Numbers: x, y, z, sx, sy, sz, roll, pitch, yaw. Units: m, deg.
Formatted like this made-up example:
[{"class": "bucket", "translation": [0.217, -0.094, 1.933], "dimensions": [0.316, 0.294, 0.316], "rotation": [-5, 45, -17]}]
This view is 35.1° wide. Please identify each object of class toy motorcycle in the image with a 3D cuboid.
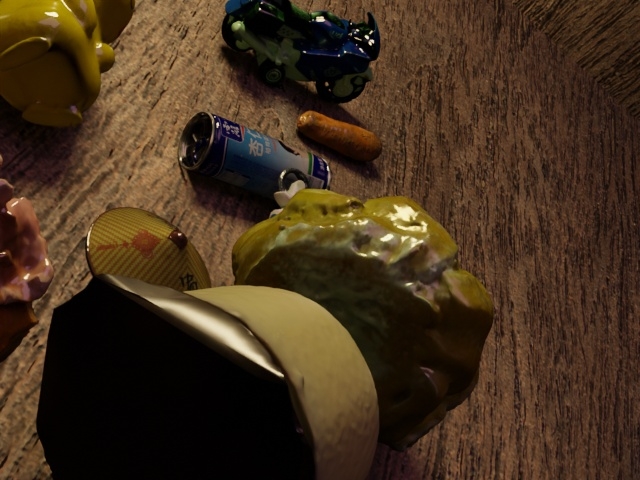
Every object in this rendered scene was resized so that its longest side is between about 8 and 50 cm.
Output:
[{"class": "toy motorcycle", "translation": [-0.019, -0.361, 1.816], "dimensions": [0.331, 0.196, 0.125], "rotation": [24, 40, -35]}, {"class": "toy motorcycle", "translation": [0.000, 0.000, 1.548], "dimensions": [0.221, 0.102, 0.150], "rotation": [40, 55, -26]}]

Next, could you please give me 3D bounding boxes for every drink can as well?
[{"class": "drink can", "translation": [-0.098, -0.119, 1.568], "dimensions": [0.235, 0.097, 0.097], "rotation": [18, 44, -37]}]

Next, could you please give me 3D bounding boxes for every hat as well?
[{"class": "hat", "translation": [-0.202, 0.015, 1.322], "dimensions": [0.193, 0.082, 0.193], "rotation": [31, 37, -27]}]

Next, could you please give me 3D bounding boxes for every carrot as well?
[{"class": "carrot", "translation": [0.035, -0.187, 1.829], "dimensions": [0.186, 0.060, 0.060], "rotation": [16, 44, -35]}]

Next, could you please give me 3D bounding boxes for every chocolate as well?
[{"class": "chocolate", "translation": [-0.092, 0.177, 1.065], "dimensions": [0.314, 0.326, 0.297], "rotation": [23, 28, 24]}]

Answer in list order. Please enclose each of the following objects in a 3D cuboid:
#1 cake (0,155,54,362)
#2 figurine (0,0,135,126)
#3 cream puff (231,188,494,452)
[{"class": "cake", "translation": [-0.428, 0.008, 0.849], "dimensions": [0.314, 0.293, 0.307], "rotation": [-24, 90, -61]}, {"class": "figurine", "translation": [-0.348, -0.297, 1.373], "dimensions": [0.169, 0.218, 0.327], "rotation": [6, 49, 14]}, {"class": "cream puff", "translation": [0.056, 0.091, 1.335], "dimensions": [0.378, 0.378, 0.275], "rotation": [47, 32, -2]}]
